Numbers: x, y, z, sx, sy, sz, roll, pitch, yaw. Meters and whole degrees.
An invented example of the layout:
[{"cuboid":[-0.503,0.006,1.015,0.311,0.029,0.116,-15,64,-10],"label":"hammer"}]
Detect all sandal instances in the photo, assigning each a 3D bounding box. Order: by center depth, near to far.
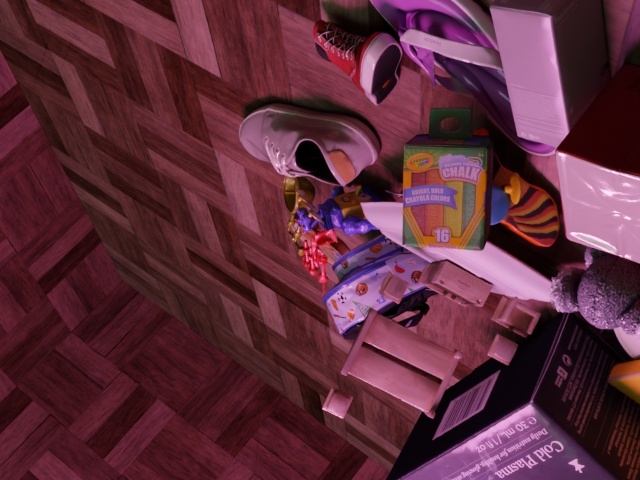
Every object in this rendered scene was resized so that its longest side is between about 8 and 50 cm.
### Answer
[{"cuboid":[0.222,-0.277,1.385,0.416,0.102,0.169,41,157,2],"label":"sandal"}]

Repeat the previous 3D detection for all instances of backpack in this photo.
[{"cuboid":[0.135,0.103,1.987,0.213,0.263,0.276,54,160,14],"label":"backpack"}]

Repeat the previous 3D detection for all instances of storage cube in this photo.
[{"cuboid":[0.459,-0.095,1.217,0.183,0.193,0.215,24,150,36],"label":"storage cube"}]

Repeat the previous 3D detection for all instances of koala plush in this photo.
[{"cuboid":[0.479,0.050,1.401,0.196,0.221,0.203,26,152,34],"label":"koala plush"}]

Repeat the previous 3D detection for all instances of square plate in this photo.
[{"cuboid":[0.262,0.026,1.707,0.344,0.049,0.347,29,175,-15],"label":"square plate"}]

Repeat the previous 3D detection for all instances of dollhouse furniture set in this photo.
[{"cuboid":[0.212,0.232,1.744,0.303,0.356,0.174,27,176,-1],"label":"dollhouse furniture set"}]

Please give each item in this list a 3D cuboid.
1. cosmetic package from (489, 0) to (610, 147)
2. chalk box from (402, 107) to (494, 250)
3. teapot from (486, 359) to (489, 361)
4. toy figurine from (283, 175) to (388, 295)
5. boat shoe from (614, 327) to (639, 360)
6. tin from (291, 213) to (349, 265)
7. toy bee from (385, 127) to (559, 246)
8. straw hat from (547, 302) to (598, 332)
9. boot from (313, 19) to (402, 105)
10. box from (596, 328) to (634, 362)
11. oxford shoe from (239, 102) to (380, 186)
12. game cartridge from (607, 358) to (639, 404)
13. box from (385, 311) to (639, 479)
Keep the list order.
[{"cuboid":[0.326,-0.258,1.227,0.107,0.127,0.238,24,153,36],"label":"cosmetic package"},{"cuboid":[0.205,-0.103,1.407,0.132,0.132,0.213,2,105,15],"label":"chalk box"},{"cuboid":[0.513,0.372,1.969,0.252,0.187,0.256,-20,105,38],"label":"teapot"},{"cuboid":[0.056,-0.047,1.959,0.362,0.217,0.191,-124,25,-65],"label":"toy figurine"},{"cuboid":[0.638,0.193,1.515,0.319,0.099,0.116,36,154,-7],"label":"boat shoe"},{"cuboid":[0.000,0.000,2.308,0.189,0.040,0.106,40,153,5],"label":"tin"},{"cuboid":[0.294,-0.106,1.538,0.298,0.162,0.195,19,-178,-27],"label":"toy bee"},{"cuboid":[0.506,0.177,1.786,0.144,0.061,0.144,33,156,17],"label":"straw hat"},{"cuboid":[0.051,-0.333,1.521,0.176,0.088,0.244,42,177,6],"label":"boot"},{"cuboid":[0.656,0.234,1.655,0.231,0.056,0.183,45,156,-8],"label":"box"},{"cuboid":[-0.058,-0.202,1.931,0.449,0.130,0.169,14,147,51],"label":"oxford shoe"},{"cuboid":[0.669,0.269,1.424,0.285,0.053,0.324,35,158,-3],"label":"game cartridge"},{"cuboid":[0.465,0.474,1.738,0.471,0.297,0.480,42,133,-2],"label":"box"}]
